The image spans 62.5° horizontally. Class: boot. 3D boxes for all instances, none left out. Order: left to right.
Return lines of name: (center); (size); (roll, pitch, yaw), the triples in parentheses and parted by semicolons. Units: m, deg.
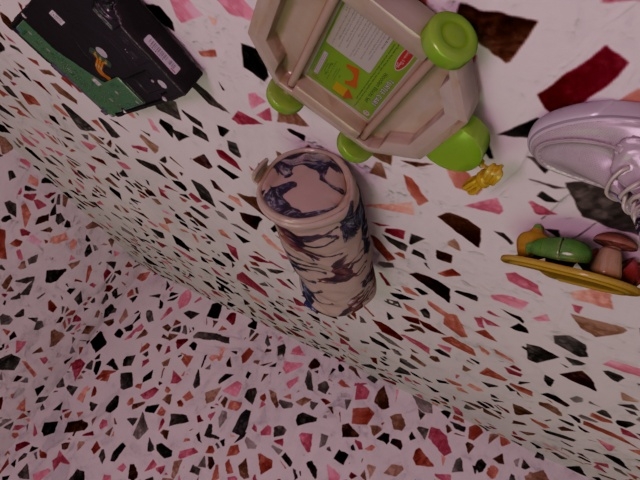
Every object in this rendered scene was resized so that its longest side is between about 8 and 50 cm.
boot: (0.311, -0.054, 0.497); (0.258, 0.124, 0.095); (14, 152, 38)

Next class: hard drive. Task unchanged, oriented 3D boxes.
hard drive: (-0.373, -0.329, 0.898); (0.338, 0.064, 0.237); (4, 145, 49)

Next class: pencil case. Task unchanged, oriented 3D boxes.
pencil case: (0.000, 0.000, 0.981); (0.183, 0.160, 0.410); (8, 152, 16)

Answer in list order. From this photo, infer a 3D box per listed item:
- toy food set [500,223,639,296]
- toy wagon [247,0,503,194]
toy food set: (0.356, 0.023, 0.699); (0.217, 0.071, 0.128); (16, 178, 39)
toy wagon: (0.075, -0.180, 0.621); (0.344, 0.068, 0.267); (34, 159, -8)
